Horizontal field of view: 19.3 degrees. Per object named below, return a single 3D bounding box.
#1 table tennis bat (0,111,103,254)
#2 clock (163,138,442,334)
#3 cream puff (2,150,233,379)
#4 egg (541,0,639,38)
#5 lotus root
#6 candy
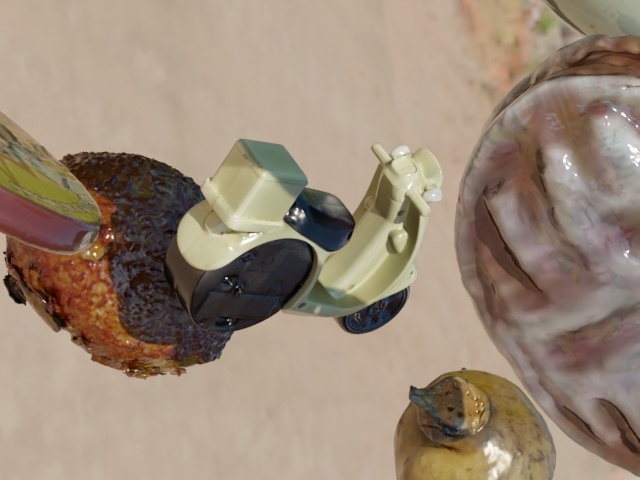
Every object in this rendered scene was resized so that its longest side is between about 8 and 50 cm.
[{"bbox_3d":[-0.313,-0.119,1.195,0.414,0.051,0.268,36,7,-7],"label":"table tennis bat"},{"bbox_3d":[0.000,0.000,2.202,0.379,0.276,0.120,0,43,-45],"label":"clock"},{"bbox_3d":[-0.238,0.012,2.410,0.350,0.229,0.350,37,15,-11],"label":"cream puff"},{"bbox_3d":[0.252,-0.286,1.538,0.371,0.230,0.230,42,18,-2],"label":"egg"},{"bbox_3d":[0.133,0.202,1.631,0.257,0.140,0.154,85,7,-55],"label":"lotus root"},{"bbox_3d":[0.207,0.012,1.154,0.289,0.214,0.157,54,24,-14],"label":"candy"}]
